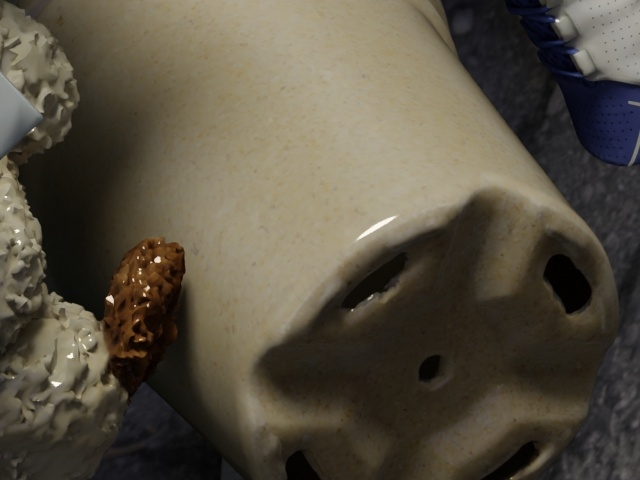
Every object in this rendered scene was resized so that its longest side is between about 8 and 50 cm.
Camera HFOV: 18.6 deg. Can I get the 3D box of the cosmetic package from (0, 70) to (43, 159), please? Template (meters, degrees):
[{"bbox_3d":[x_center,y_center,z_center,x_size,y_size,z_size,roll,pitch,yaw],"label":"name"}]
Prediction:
[{"bbox_3d":[-0.307,-0.029,0.858,0.284,0.377,0.097,-47,122,-5],"label":"cosmetic package"}]

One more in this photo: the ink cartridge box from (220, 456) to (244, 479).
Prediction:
[{"bbox_3d":[-0.007,0.234,1.360,0.045,0.208,0.206,-16,136,23],"label":"ink cartridge box"}]

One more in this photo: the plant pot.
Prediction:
[{"bbox_3d":[0.000,0.000,1.124,0.333,0.305,0.334,-14,124,-22],"label":"plant pot"}]

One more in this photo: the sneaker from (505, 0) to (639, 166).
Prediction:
[{"bbox_3d":[0.135,-0.190,1.283,0.182,0.127,0.316,-23,119,-20],"label":"sneaker"}]

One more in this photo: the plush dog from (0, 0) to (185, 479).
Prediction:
[{"bbox_3d":[-0.187,0.048,0.944,0.262,0.211,0.225,-35,123,13],"label":"plush dog"}]
